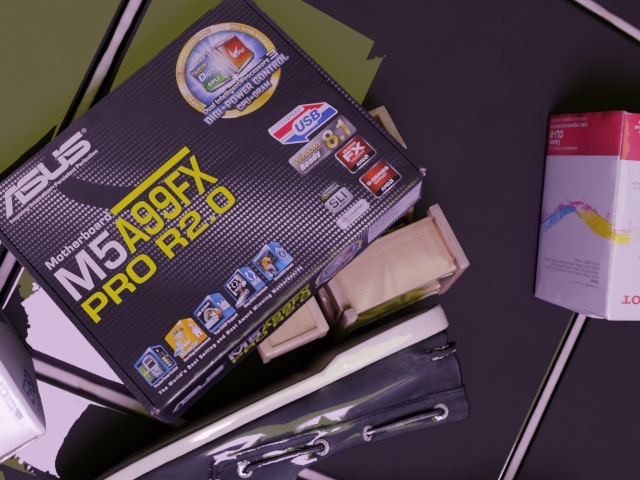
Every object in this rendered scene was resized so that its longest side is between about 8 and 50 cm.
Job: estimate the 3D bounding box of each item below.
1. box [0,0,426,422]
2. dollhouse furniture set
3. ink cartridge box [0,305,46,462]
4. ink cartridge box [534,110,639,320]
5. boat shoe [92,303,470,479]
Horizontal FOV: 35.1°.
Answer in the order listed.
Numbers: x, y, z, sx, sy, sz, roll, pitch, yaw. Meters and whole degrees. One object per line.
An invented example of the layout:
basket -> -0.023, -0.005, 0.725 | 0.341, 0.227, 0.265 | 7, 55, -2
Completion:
box -> -0.089, -0.030, 0.774 | 0.270, 0.060, 0.216 | -41, 77, -10
dollhouse furniture set -> 0.000, 0.000, 0.856 | 0.182, 0.101, 0.160 | -23, 76, -12
ink cartridge box -> -0.264, 0.022, 0.688 | 0.045, 0.223, 0.224 | -31, 105, -13
ink cartridge box -> 0.281, -0.021, 0.903 | 0.128, 0.127, 0.176 | 3, 94, -18
boat shoe -> -0.034, 0.171, 0.809 | 0.340, 0.127, 0.113 | -26, 89, -10
